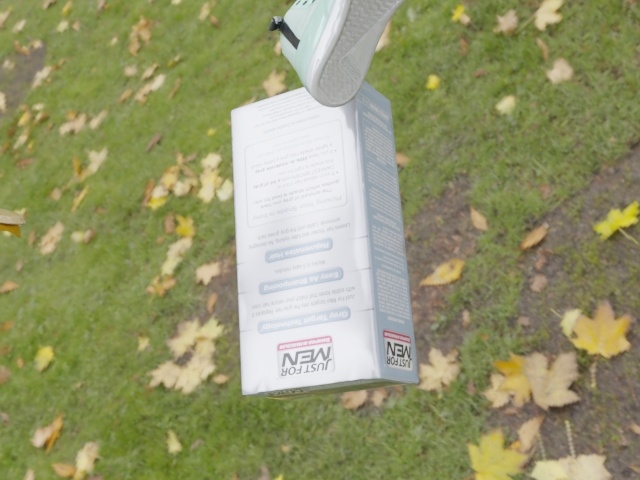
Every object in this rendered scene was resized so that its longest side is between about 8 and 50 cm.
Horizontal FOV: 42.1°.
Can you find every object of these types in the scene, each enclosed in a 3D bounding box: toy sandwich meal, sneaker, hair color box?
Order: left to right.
[{"bbox_3d":[-0.382,-0.021,0.956,0.085,0.086,0.029,21,98,55],"label":"toy sandwich meal"},{"bbox_3d":[0.000,0.000,1.038,0.185,0.113,0.374,-13,71,28],"label":"hair color box"},{"bbox_3d":[0.030,-0.292,0.928,0.256,0.094,0.151,-60,38,19],"label":"sneaker"}]
